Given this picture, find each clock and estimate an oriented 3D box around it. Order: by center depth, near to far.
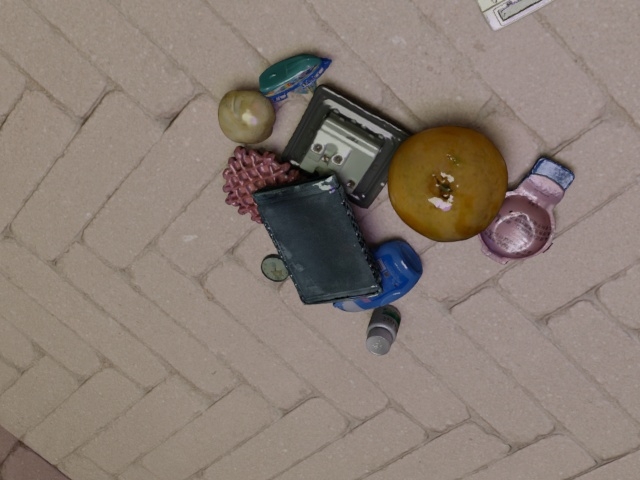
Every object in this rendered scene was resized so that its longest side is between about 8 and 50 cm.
[{"bbox_3d":[-0.122,0.076,2.019,0.085,0.017,0.085,8,123,13],"label":"clock"}]

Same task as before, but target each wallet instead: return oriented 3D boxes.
[{"bbox_3d":[0.000,0.000,1.821,0.237,0.075,0.342,-9,119,29],"label":"wallet"}]

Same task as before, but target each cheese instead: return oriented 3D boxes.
[{"bbox_3d":[0.468,-0.060,1.712,0.188,0.074,0.286,26,122,-1],"label":"cheese"}]

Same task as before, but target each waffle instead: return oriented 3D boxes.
[{"bbox_3d":[-0.144,-0.130,1.854,0.221,0.055,0.234,25,135,5],"label":"waffle"}]

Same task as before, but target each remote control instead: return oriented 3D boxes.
[{"bbox_3d":[0.421,-0.502,1.456,0.230,0.049,0.090,-24,113,28],"label":"remote control"}]

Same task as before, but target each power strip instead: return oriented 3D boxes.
[{"bbox_3d":[0.054,-0.203,1.739,0.256,0.092,0.251,29,125,-3],"label":"power strip"}]

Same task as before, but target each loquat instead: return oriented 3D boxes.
[{"bbox_3d":[0.278,-0.127,1.636,0.262,0.263,0.263,8,124,12],"label":"loquat"}]

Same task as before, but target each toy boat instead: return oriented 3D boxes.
[{"bbox_3d":[-0.043,-0.365,1.686,0.175,0.091,0.110,-22,147,25],"label":"toy boat"}]

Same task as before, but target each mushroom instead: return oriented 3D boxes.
[{"bbox_3d":[-0.171,-0.290,1.742,0.147,0.112,0.148,10,126,14],"label":"mushroom"}]

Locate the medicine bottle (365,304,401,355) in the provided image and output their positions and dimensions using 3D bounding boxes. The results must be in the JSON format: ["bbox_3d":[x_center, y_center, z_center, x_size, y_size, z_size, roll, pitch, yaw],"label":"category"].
[{"bbox_3d":[0.164,0.236,1.963,0.080,0.130,0.080,8,123,12],"label":"medicine bottle"}]

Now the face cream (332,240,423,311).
[{"bbox_3d":[0.133,0.105,1.916,0.264,0.083,0.149,-32,100,31],"label":"face cream"}]
